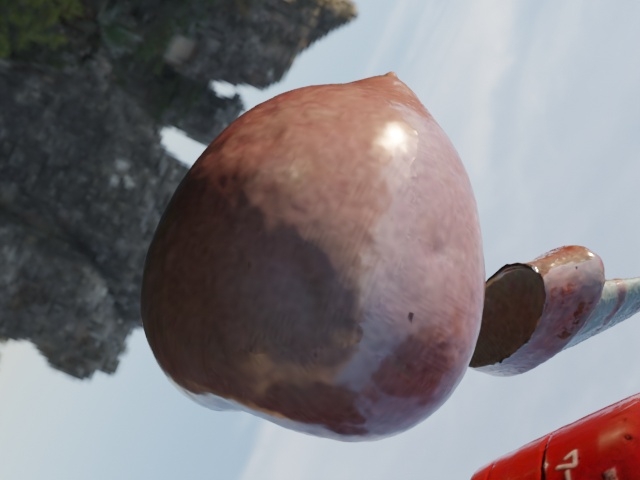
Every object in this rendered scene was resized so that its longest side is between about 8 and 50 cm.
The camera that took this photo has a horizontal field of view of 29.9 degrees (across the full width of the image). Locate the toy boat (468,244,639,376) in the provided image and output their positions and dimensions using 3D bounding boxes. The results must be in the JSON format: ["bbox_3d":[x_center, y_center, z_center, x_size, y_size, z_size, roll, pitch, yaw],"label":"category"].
[{"bbox_3d":[0.288,0.075,1.316,0.096,0.282,0.206,56,-44,30],"label":"toy boat"}]

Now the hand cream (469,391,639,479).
[{"bbox_3d":[0.181,0.190,0.679,0.125,0.193,0.193,-32,-152,24],"label":"hand cream"}]

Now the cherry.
[{"bbox_3d":[-0.007,0.007,0.782,0.239,0.206,0.239,10,-76,48],"label":"cherry"}]
